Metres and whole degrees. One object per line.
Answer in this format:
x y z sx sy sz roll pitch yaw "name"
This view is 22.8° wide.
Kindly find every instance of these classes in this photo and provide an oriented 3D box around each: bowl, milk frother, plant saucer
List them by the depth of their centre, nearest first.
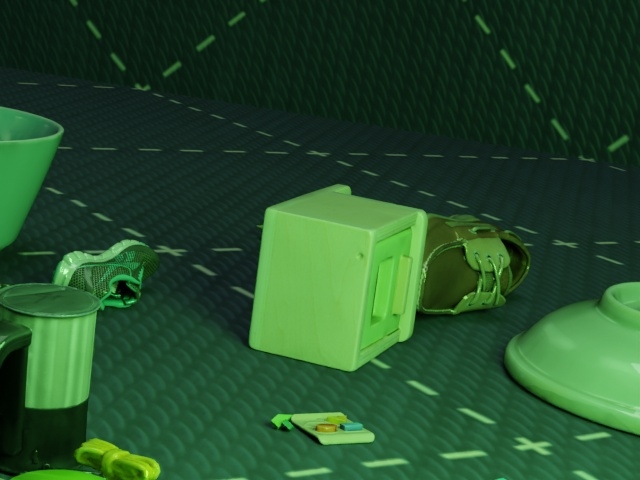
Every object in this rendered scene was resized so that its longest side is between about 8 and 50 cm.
-0.195 0.119 1.223 0.143 0.135 0.129 10 15 10 "milk frother"
0.400 0.118 1.694 0.400 0.100 0.400 8 12 -2 "plant saucer"
-0.464 -0.068 1.858 0.311 0.163 0.311 8 12 -2 "bowl"

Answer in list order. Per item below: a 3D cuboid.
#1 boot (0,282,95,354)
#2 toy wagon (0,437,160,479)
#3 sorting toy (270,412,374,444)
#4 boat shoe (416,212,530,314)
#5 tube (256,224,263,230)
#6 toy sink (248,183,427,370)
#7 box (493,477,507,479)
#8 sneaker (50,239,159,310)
-0.331 0.066 1.532 0.246 0.083 0.161 9 6 -2 "boot"
-0.224 0.200 0.965 0.267 0.068 0.344 15 16 30 "toy wagon"
-0.001 0.166 1.420 0.083 0.012 0.062 1 14 -29 "sorting toy"
0.175 0.030 1.920 0.116 0.123 0.324 15 15 21 "boat shoe"
0.000 0.000 2.096 0.070 0.062 0.240 47 -10 -23 "tube"
0.033 0.035 1.723 0.131 0.153 0.234 12 12 19 "toy sink"
0.190 0.238 1.091 0.244 0.060 0.100 17 16 39 "box"
-0.224 0.047 1.761 0.076 0.065 0.166 31 24 22 "sneaker"
